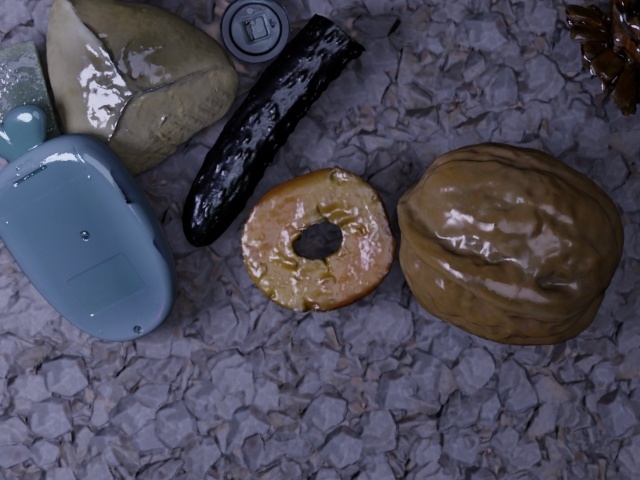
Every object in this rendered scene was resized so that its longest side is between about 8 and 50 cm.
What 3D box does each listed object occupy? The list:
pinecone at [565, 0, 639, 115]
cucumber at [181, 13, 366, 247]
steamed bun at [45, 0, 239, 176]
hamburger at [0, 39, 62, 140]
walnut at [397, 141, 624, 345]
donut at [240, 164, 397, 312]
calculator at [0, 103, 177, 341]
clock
[{"bbox_3d":[0.384,-0.237,1.818,0.195,0.150,0.179,-28,87,-5],"label":"pinecone"},{"bbox_3d":[-0.070,-0.125,1.829,0.081,0.072,0.303,38,90,-5],"label":"cucumber"},{"bbox_3d":[-0.202,-0.185,1.802,0.212,0.110,0.231,-14,95,-3],"label":"steamed bun"},{"bbox_3d":[-0.352,-0.163,1.821,0.084,0.054,0.121,-16,100,-5],"label":"hamburger"},{"bbox_3d":[0.206,0.005,1.781,0.257,0.257,0.224,14,123,-4],"label":"walnut"},{"bbox_3d":[0.000,0.000,1.832,0.178,0.065,0.162,-13,91,10],"label":"donut"},{"bbox_3d":[-0.277,-0.016,1.796,0.185,0.041,0.299,-25,104,25],"label":"calculator"},{"bbox_3d":[-0.076,-0.247,1.852,0.085,0.017,0.085,0,92,-4],"label":"clock"}]
